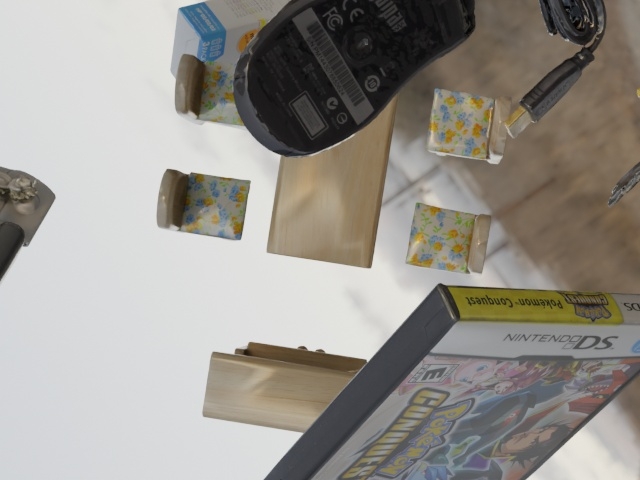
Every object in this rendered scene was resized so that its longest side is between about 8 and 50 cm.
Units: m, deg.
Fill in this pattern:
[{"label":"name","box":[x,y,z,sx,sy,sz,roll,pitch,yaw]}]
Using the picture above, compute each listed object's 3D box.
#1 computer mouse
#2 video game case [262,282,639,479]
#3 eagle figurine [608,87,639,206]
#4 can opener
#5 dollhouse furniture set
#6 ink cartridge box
[{"label":"computer mouse","box":[0.067,-0.128,1.113,0.184,0.262,0.060,51,169,-24]},{"label":"video game case","box":[0.115,0.131,1.286,0.248,0.275,0.035,3,-131,-38]},{"label":"eagle figurine","box":[0.384,-0.134,1.560,0.225,0.226,0.298,123,159,-66]},{"label":"can opener","box":[-0.316,0.013,1.548,0.074,0.093,0.280,26,-153,-7]},{"label":"dollhouse furniture set","box":[0.000,0.000,1.795,0.256,0.362,0.394,19,-100,-85]},{"label":"ink cartridge box","box":[-0.087,-0.248,2.042,0.061,0.181,0.104,53,147,31]}]
